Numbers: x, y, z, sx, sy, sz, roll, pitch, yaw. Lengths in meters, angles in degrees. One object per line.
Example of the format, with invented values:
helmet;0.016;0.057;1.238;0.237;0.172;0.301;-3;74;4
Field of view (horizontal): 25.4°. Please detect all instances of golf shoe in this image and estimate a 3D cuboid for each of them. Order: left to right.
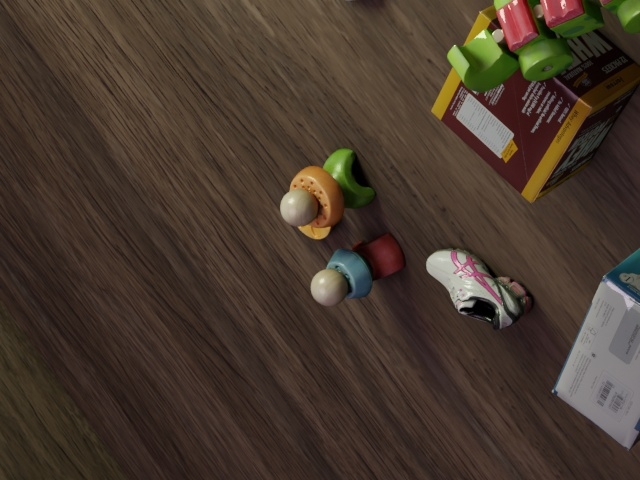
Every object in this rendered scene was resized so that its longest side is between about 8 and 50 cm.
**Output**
golf shoe;0.227;0.072;2.160;0.186;0.086;0.067;30;136;34

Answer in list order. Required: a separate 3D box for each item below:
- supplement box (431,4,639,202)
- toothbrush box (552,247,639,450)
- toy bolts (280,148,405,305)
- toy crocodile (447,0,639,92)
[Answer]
supplement box;0.284;-0.195;1.871;0.194;0.129;0.191;45;141;17
toothbrush box;0.444;0.086;1.749;0.126;0.295;0.216;38;137;24
toy bolts;0.000;0.000;2.304;0.218;0.158;0.229;-26;94;53
toy crocodile;0.307;-0.286;1.691;0.340;0.105;0.115;-26;71;26
